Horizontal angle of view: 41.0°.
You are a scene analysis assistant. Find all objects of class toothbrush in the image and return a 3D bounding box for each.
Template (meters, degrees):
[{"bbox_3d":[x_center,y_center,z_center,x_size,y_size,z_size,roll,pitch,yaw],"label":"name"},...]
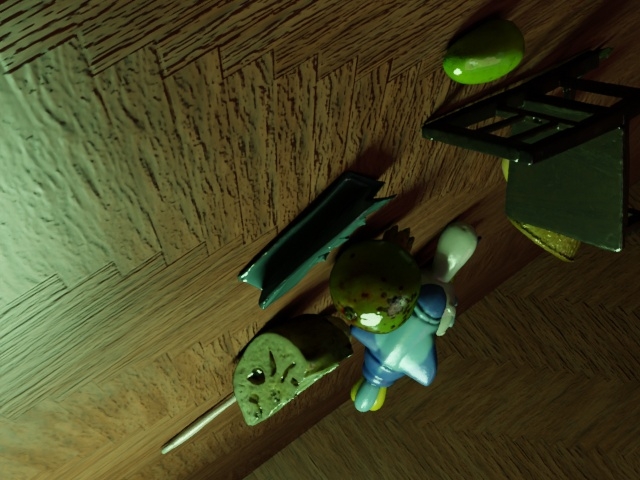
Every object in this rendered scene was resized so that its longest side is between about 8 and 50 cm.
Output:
[{"bbox_3d":[-0.196,0.340,1.741,0.307,0.029,0.025,-37,172,-4],"label":"toothbrush"}]

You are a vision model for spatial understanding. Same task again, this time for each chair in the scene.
[{"bbox_3d":[0.355,-0.102,1.248,0.416,0.203,0.240,-28,125,-34],"label":"chair"}]

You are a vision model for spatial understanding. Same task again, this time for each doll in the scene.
[{"bbox_3d":[0.200,0.184,1.812,0.365,0.187,0.376,-49,144,-38],"label":"doll"}]

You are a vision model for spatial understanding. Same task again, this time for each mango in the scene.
[{"bbox_3d":[0.187,-0.213,0.982,0.108,0.056,0.073,-16,151,-28],"label":"mango"}]

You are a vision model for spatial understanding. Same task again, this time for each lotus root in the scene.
[{"bbox_3d":[-0.063,0.222,1.513,0.119,0.138,0.235,-11,150,-49],"label":"lotus root"}]

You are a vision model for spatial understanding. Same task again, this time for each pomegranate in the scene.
[{"bbox_3d":[0.100,0.060,1.408,0.205,0.159,0.159,-59,179,-36],"label":"pomegranate"}]

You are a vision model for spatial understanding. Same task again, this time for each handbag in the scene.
[{"bbox_3d":[0.000,0.000,1.171,0.221,0.057,0.144,-44,168,17],"label":"handbag"}]

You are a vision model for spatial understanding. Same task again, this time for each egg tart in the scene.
[{"bbox_3d":[0.566,-0.057,2.051,0.147,0.202,0.202,-53,161,16],"label":"egg tart"}]

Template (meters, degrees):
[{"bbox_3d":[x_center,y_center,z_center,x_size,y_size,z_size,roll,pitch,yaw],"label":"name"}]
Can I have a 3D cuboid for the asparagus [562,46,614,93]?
[{"bbox_3d":[0.436,-0.284,1.406,0.108,0.021,0.025,-41,169,6],"label":"asparagus"}]

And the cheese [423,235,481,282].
[{"bbox_3d":[0.286,0.072,2.005,0.156,0.064,0.250,-19,156,-51],"label":"cheese"}]

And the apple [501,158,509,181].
[{"bbox_3d":[0.393,-0.133,1.509,0.146,0.146,0.146,-35,164,-11],"label":"apple"}]

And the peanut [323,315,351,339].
[{"bbox_3d":[-0.011,0.201,1.669,0.193,0.089,0.089,-26,160,-41],"label":"peanut"}]
